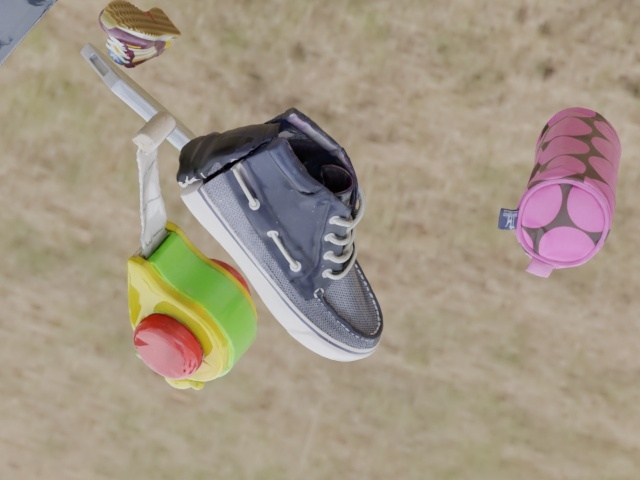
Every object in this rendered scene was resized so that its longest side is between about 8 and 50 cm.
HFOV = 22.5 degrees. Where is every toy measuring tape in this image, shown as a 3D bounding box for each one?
[{"bbox_3d":[-0.112,0.030,1.451,0.121,0.121,0.330,14,137,8],"label":"toy measuring tape"}]

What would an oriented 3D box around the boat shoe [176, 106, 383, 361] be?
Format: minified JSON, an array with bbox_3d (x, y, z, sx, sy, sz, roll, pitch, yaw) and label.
[{"bbox_3d":[0.000,0.000,1.791,0.158,0.127,0.340,-21,126,36],"label":"boat shoe"}]

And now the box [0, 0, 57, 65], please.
[{"bbox_3d":[-0.444,-0.255,1.270,0.395,0.212,0.293,20,140,-32],"label":"box"}]

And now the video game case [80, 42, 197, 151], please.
[{"bbox_3d":[-0.228,-0.174,2.200,0.212,0.023,0.193,41,-177,-29],"label":"video game case"}]

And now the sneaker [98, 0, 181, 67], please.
[{"bbox_3d":[-0.251,-0.262,2.110,0.069,0.084,0.185,51,-163,12],"label":"sneaker"}]

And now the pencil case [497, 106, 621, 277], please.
[{"bbox_3d":[0.225,-0.048,1.472,0.095,0.098,0.209,17,-154,9],"label":"pencil case"}]
